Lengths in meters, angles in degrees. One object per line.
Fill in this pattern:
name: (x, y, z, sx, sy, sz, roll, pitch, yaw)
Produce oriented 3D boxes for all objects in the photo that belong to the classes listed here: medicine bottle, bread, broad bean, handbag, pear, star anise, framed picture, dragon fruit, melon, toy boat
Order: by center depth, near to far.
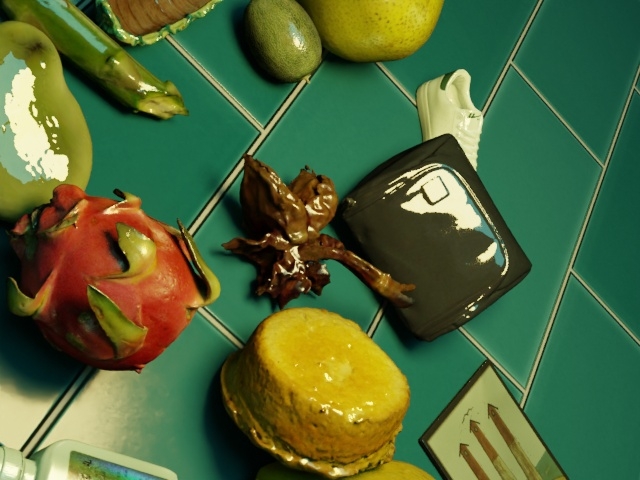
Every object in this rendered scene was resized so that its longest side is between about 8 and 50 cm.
medicine bottle: (-0.283, 0.301, 1.117, 0.229, 0.083, 0.121, 26, 54, -30)
dragon fruit: (-0.260, 0.044, 1.169, 0.227, 0.224, 0.224, 55, 44, -33)
broad bean: (-0.386, -0.148, 1.216, 0.189, 0.121, 0.263, -12, 80, -38)
bread: (-0.006, 0.206, 1.301, 0.268, 0.145, 0.268, 19, 29, -11)
star anise: (-0.003, 0.006, 1.445, 0.346, 0.148, 0.237, 37, 53, -8)
toy boat: (-0.227, -0.373, 1.470, 0.293, 0.099, 0.108, -35, 95, -36)
melon: (-0.061, -0.328, 1.573, 0.114, 0.114, 0.167, -30, 91, -44)
handbag: (0.200, -0.013, 1.579, 0.275, 0.178, 0.301, -31, 92, -54)
framed picture: (0.315, 0.395, 1.618, 0.244, 0.013, 0.323, -39, 97, -44)
pear: (0.083, -0.440, 1.639, 0.294, 0.294, 0.294, 18, 60, -33)

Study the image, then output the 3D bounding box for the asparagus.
asparagus: (-0.327, -0.273, 1.352, 0.343, 0.082, 0.085, 43, 30, -18)

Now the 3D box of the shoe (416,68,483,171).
shoe: (0.252, -0.194, 1.773, 0.095, 0.110, 0.264, 2, 66, -40)

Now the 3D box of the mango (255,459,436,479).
mango: (0.064, 0.402, 1.328, 0.332, 0.142, 0.195, 9, 60, -29)
